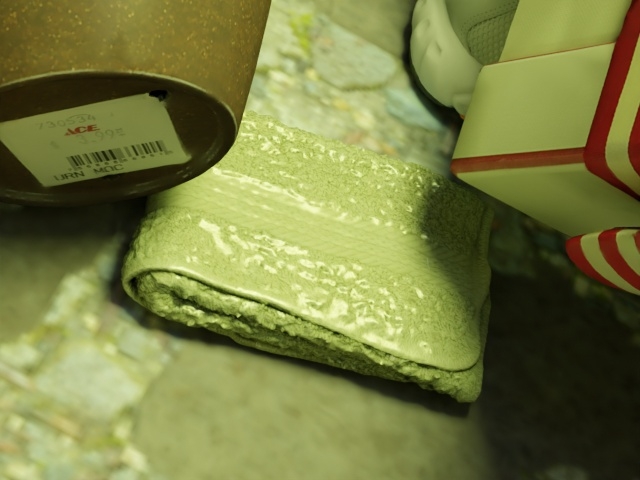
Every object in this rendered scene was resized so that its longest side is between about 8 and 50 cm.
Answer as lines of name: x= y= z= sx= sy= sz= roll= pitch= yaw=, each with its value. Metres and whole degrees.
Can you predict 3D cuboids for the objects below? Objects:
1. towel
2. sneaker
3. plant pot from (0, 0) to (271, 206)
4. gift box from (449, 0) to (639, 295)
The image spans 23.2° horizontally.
towel: x=0.000 y=0.000 z=0.608 sx=0.148 sy=0.027 sz=0.110 roll=17 pitch=47 yaw=-14
sneaker: x=0.098 y=-0.179 z=0.737 sx=0.099 sy=0.121 sz=0.262 roll=10 pitch=49 yaw=-19
plant pot: x=-0.095 y=-0.137 z=0.570 sx=0.215 sy=0.215 sz=0.230 roll=2 pitch=67 yaw=-26
gift box: x=0.222 y=-0.075 z=0.548 sx=0.255 sy=0.276 sz=0.258 roll=24 pitch=79 yaw=-23
